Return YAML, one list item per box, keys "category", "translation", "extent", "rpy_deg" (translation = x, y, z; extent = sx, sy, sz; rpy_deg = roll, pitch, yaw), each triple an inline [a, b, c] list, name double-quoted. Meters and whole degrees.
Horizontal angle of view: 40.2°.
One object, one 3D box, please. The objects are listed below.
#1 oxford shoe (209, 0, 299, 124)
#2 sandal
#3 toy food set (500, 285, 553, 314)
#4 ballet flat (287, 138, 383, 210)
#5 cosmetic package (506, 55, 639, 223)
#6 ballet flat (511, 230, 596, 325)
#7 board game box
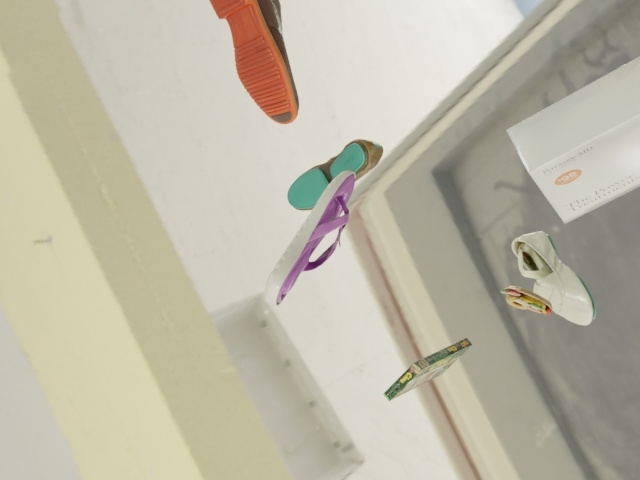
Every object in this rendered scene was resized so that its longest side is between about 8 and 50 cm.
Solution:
- category: "oxford shoe"
  translation: [-0.082, -0.315, 1.351]
  extent: [0.098, 0.096, 0.272]
  rpy_deg: [-38, -65, -43]
- category: "sandal"
  translation: [-0.001, 0.007, 2.170]
  extent: [0.102, 0.169, 0.416]
  rpy_deg: [29, -115, 10]
- category: "toy food set"
  translation: [0.320, 0.094, 1.360]
  extent: [0.082, 0.083, 0.020]
  rpy_deg: [38, -103, -53]
- category: "ballet flat"
  translation: [0.051, -0.180, 2.402]
  extent: [0.124, 0.342, 0.116]
  rpy_deg: [-15, -106, -45]
- category: "cosmetic package"
  translation: [0.522, -0.187, 1.423]
  extent: [0.284, 0.377, 0.098]
  rpy_deg: [32, -147, -57]
- category: "ballet flat"
  translation: [0.656, 0.112, 2.528]
  extent: [0.139, 0.139, 0.400]
  rpy_deg: [35, -159, -30]
- category: "board game box"
  translation: [0.273, 0.322, 2.200]
  extent: [0.030, 0.136, 0.259]
  rpy_deg: [49, -146, 21]
